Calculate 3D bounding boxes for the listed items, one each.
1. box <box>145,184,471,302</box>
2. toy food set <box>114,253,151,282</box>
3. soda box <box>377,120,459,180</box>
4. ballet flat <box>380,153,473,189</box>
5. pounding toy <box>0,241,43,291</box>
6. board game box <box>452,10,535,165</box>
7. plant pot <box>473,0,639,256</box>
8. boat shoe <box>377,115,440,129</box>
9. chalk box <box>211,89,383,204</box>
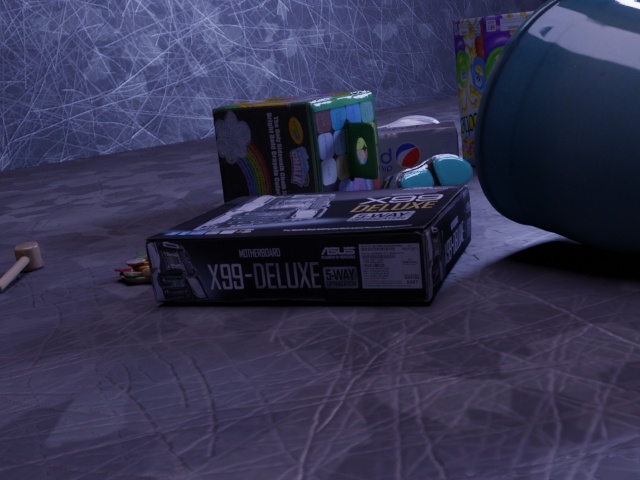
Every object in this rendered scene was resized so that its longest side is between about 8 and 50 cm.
[{"bbox_3d":[0.000,0.000,0.916,0.308,0.076,0.242,-2,13,21],"label":"box"},{"bbox_3d":[-0.211,0.034,1.003,0.083,0.020,0.083,-4,14,14],"label":"toy food set"},{"bbox_3d":[0.116,-0.163,1.533,0.286,0.091,0.098,-5,14,8],"label":"soda box"},{"bbox_3d":[0.166,-0.097,1.295,0.188,0.070,0.070,-14,14,-42],"label":"ballet flat"},{"bbox_3d":[-0.470,0.014,1.055,0.181,0.094,0.206,6,19,45],"label":"pounding toy"},{"bbox_3d":[0.347,-0.282,1.520,0.142,0.275,0.144,-9,13,-10],"label":"board game box"},{"bbox_3d":[0.342,-0.096,0.814,0.272,0.271,0.255,-14,30,-29],"label":"plant pot"},{"bbox_3d":[0.127,-0.192,1.655,0.268,0.096,0.088,-9,17,-4],"label":"boat shoe"},{"bbox_3d":[-0.013,-0.153,1.369,0.289,0.180,0.179,5,18,38],"label":"chalk box"}]
